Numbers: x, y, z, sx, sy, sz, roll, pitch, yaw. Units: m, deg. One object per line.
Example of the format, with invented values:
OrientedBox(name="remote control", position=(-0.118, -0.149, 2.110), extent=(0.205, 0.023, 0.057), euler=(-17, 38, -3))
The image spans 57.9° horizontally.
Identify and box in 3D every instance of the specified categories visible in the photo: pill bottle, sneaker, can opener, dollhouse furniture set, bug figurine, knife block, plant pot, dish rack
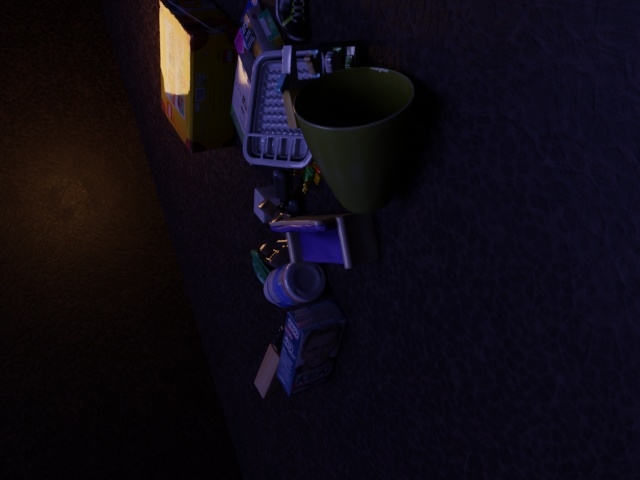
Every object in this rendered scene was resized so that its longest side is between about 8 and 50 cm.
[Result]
OrientedBox(name="pill bottle", position=(-0.100, 0.153, 2.009), extent=(0.272, 0.153, 0.152), euler=(-28, 78, 63))
OrientedBox(name="sneaker", position=(-0.080, -0.686, 1.640), extent=(0.097, 0.084, 0.234), euler=(-7, 97, 60))
OrientedBox(name="can opener", position=(-0.105, -0.164, 1.901), extent=(0.093, 0.074, 0.280), euler=(22, 158, 12))
OrientedBox(name="dollhouse furniture set", position=(-0.153, -0.018, 1.932), extent=(0.182, 0.161, 0.101), euler=(44, 168, -30))
OrientedBox(name="bug figurine", position=(-0.049, -0.284, 1.788), extent=(0.278, 0.072, 0.216), euler=(62, 157, 15))
OrientedBox(name="knife block", position=(-0.160, 0.444, 2.179), extent=(0.088, 0.276, 0.242), euler=(49, 173, 41))
OrientedBox(name="plant pot", position=(0.095, -0.217, 1.385), extent=(0.275, 0.275, 0.293), euler=(46, 156, 44))
OrientedBox(name="dish rack", position=(-0.092, -0.377, 1.671), extent=(0.286, 0.072, 0.332), euler=(11, 97, 40))

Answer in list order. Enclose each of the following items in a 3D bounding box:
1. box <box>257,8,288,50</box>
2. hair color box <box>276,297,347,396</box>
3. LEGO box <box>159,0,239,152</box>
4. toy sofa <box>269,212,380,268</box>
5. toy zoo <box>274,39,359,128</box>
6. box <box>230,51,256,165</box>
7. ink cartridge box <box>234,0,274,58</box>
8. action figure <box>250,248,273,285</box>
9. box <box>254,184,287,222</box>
OrientedBox(name="box", position=(-0.126, -0.594, 1.728), extent=(0.105, 0.043, 0.179), euler=(66, -170, 19))
OrientedBox(name="hair color box", position=(-0.035, 0.368, 1.963), extent=(0.105, 0.174, 0.347), euler=(51, 145, 38))
OrientedBox(name="LEGO box", position=(-0.489, -0.661, 2.301), extent=(0.372, 0.193, 0.499), euler=(53, 145, 37))
OrientedBox(name="toy sofa", position=(0.000, 0.000, 1.720), extent=(0.363, 0.177, 0.150), euler=(1, 103, 61))
OrientedBox(name="toy zoo", position=(-0.005, -0.385, 1.421), extent=(0.030, 0.293, 0.192), euler=(15, 118, 39))
OrientedBox(name="box", position=(-0.231, -0.433, 1.944), extent=(0.232, 0.059, 0.322), euler=(68, 158, 18))
OrientedBox(name="ink cartridge box", position=(-0.213, -0.634, 1.943), extent=(0.176, 0.069, 0.370), euler=(-39, 66, 61))
OrientedBox(name="action figure", position=(-0.220, 0.124, 2.316), extent=(0.232, 0.064, 0.137), euler=(56, 149, 26))
OrientedBox(name="box", position=(-0.175, -0.132, 2.066), extent=(0.087, 0.102, 0.101), euler=(48, 142, 45))
